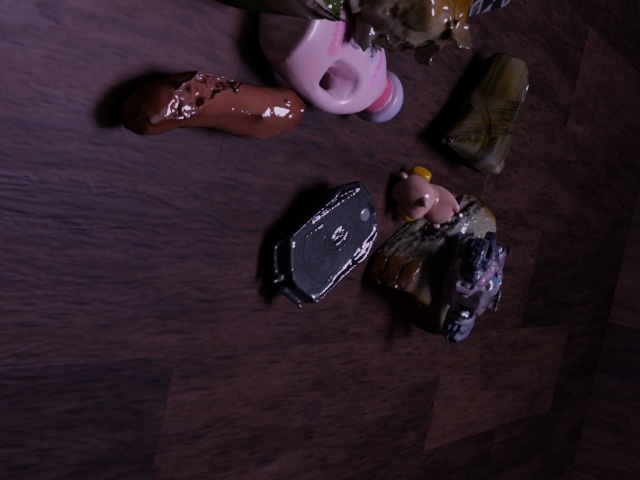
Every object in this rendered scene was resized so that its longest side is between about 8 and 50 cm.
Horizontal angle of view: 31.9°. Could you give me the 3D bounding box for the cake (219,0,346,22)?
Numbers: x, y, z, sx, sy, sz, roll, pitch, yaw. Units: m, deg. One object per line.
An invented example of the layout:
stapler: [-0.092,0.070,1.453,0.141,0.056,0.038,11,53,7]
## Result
cake: [-0.050,-0.395,1.214,0.172,0.158,0.284,-2,103,-61]

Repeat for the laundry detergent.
laundry detergent: [0.026,-0.244,1.512,0.335,0.088,0.159,32,74,-63]

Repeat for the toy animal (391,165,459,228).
toy animal: [0.164,-0.062,1.858,0.091,0.114,0.082,-49,172,16]

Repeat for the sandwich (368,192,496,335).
sandwich: [0.200,0.014,1.965,0.254,0.099,0.288,-64,151,-8]

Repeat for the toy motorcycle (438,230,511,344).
toy motorcycle: [0.254,0.087,1.889,0.239,0.108,0.204,4,106,-61]

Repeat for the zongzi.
zongzi: [0.282,-0.246,1.988,0.242,0.112,0.221,21,85,-63]

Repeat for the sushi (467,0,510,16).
sushi: [0.320,-0.529,1.994,0.290,0.050,0.264,-28,147,-58]

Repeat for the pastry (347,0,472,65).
pastry: [0.105,-0.405,1.461,0.329,0.136,0.330,-9,90,-69]

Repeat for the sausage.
sausage: [-0.119,-0.154,1.289,0.304,0.078,0.078,-5,107,-59]

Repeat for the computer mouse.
computer mouse: [-0.003,-0.002,1.598,0.231,0.071,0.126,-45,128,-33]
